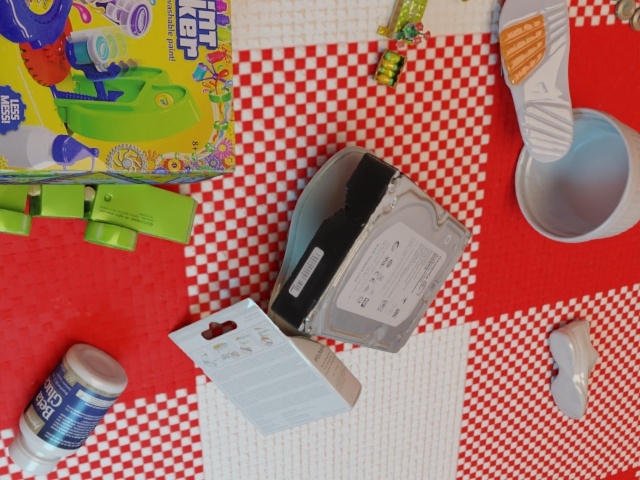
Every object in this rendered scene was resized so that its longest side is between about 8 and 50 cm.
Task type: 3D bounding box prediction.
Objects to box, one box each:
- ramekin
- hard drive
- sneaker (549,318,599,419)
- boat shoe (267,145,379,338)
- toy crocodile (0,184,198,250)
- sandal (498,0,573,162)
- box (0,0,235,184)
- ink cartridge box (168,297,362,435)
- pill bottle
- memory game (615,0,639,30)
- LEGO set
[{"bbox_3d":[0.422,-0.098,1.123,0.109,0.207,0.207,4,111,-35],"label":"ramekin"},{"bbox_3d":[0.092,0.038,1.018,0.237,0.064,0.339,-58,151,3],"label":"hard drive"},{"bbox_3d":[0.504,0.251,1.393,0.094,0.080,0.212,-25,120,-25],"label":"sneaker"},{"bbox_3d":[0.000,0.000,1.043,0.114,0.091,0.303,27,103,-5],"label":"boat shoe"},{"bbox_3d":[-0.311,-0.056,0.872,0.340,0.105,0.115,10,86,-33],"label":"toy crocodile"},{"bbox_3d":[0.318,-0.250,1.077,0.101,0.076,0.266,-9,105,3],"label":"sandal"},{"bbox_3d":[-0.247,-0.207,0.735,0.279,0.177,0.290,-3,91,-24],"label":"box"},{"bbox_3d":[-0.081,0.179,1.056,0.189,0.066,0.232,-26,109,35],"label":"ink cartridge box"},{"bbox_3d":[-0.351,0.235,0.985,0.094,0.094,0.169,34,95,-32],"label":"pill bottle"},{"bbox_3d":[0.528,-0.428,1.130,0.186,0.012,0.186,-9,116,-20],"label":"memory game"},{"bbox_3d":[0.175,-0.327,0.961,0.287,0.107,0.132,-41,122,-2],"label":"LEGO set"}]
